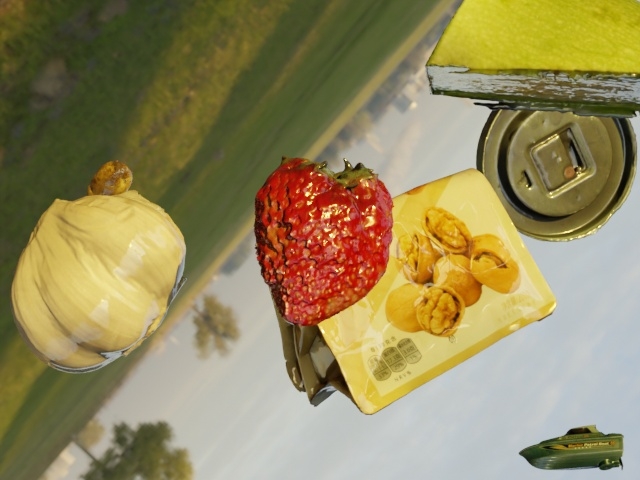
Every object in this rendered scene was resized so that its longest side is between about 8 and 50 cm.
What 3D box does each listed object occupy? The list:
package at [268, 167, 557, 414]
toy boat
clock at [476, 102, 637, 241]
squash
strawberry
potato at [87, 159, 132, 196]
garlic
[{"bbox_3d":[0.095,0.073,1.329,0.311,0.221,0.165,-26,171,-28],"label":"package"},{"bbox_3d":[0.342,0.289,1.469,0.055,0.141,0.060,81,4,-53],"label":"toy boat"},{"bbox_3d":[0.393,-0.135,1.797,0.280,0.280,0.055,-48,-164,-1],"label":"clock"},{"bbox_3d":[0.309,-0.192,1.266,0.210,0.309,0.233,-56,172,1],"label":"squash"},{"bbox_3d":[0.003,-0.002,0.989,0.131,0.131,0.148,-66,158,-80],"label":"strawberry"},{"bbox_3d":[-0.299,-0.077,1.519,0.083,0.051,0.040,-51,-173,26],"label":"potato"},{"bbox_3d":[-0.257,0.060,1.172,0.229,0.178,0.143,-50,-170,28],"label":"garlic"}]
